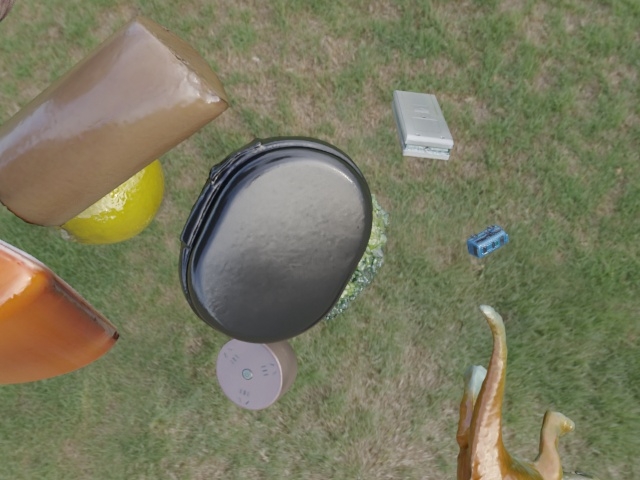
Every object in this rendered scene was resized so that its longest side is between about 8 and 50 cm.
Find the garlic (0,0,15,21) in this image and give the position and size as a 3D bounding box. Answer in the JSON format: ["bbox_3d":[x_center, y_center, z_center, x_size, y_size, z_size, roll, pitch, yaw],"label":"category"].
[{"bbox_3d":[-0.379,-0.304,0.496,0.245,0.253,0.245,15,34,-11],"label":"garlic"}]

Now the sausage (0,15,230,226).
[{"bbox_3d":[-0.217,-0.121,0.605,0.253,0.123,0.123,-29,67,19],"label":"sausage"}]

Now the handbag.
[{"bbox_3d":[-0.064,-0.001,0.830,0.254,0.093,0.308,22,104,-27],"label":"handbag"}]

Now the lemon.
[{"bbox_3d":[-0.493,-0.125,1.353,0.293,0.293,0.293,-1,68,3],"label":"lemon"}]

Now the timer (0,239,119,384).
[{"bbox_3d":[-0.343,0.051,0.565,0.250,0.257,0.161,11,68,1],"label":"timer"}]

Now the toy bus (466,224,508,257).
[{"bbox_3d":[0.353,0.002,1.253,0.083,0.038,0.046,-26,31,-17],"label":"toy bus"}]

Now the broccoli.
[{"bbox_3d":[0.020,0.004,1.124,0.235,0.288,0.259,-10,111,6],"label":"broccoli"}]

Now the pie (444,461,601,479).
[{"bbox_3d":[0.294,0.436,0.934,0.338,0.337,0.075,-4,48,2],"label":"pie"}]

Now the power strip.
[{"bbox_3d":[-0.129,0.252,1.177,0.154,0.078,0.154,4,100,22],"label":"power strip"}]

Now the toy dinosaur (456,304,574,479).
[{"bbox_3d":[0.097,0.149,0.346,0.057,0.212,0.142,-4,47,42],"label":"toy dinosaur"}]

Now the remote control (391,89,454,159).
[{"bbox_3d":[0.226,-0.265,1.351,0.103,0.055,0.277,6,35,-3],"label":"remote control"}]
